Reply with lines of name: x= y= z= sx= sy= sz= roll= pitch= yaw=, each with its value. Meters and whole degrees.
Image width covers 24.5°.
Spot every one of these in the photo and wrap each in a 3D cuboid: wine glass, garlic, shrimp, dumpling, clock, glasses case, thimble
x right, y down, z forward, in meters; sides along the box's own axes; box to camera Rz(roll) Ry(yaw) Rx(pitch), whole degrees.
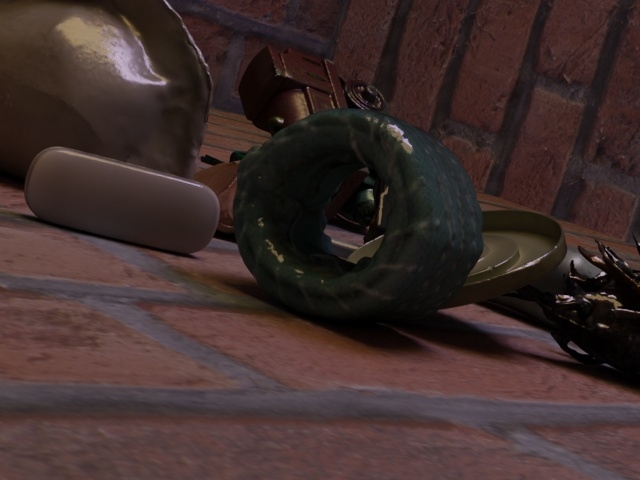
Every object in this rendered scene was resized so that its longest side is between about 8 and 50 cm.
wine glass: x=0.283 y=0.055 z=1.769 sx=0.231 sy=0.103 sz=0.103 roll=16 pitch=6 yaw=27
garlic: x=-0.082 y=-0.041 z=1.737 sx=0.124 sy=0.099 sz=0.174 roll=-2 pitch=-11 yaw=39
shrimp: x=0.337 y=0.091 z=1.566 sx=0.372 sy=0.137 sz=0.172 roll=24 pitch=-30 yaw=-4
dumpling: x=-0.295 y=-0.191 z=1.659 sx=0.341 sy=0.260 sz=0.181 roll=26 pitch=5 yaw=31
clock: x=0.138 y=0.018 z=1.526 sx=0.235 sy=0.029 sz=0.235 roll=-13 pitch=16 yaw=4
glasses case: x=-0.195 y=-0.039 z=1.459 sx=0.197 sy=0.076 sz=0.049 roll=13 pitch=6 yaw=-22
thimble: x=0.032 y=-0.026 z=1.384 sx=0.235 sy=0.198 sz=0.143 roll=28 pitch=10 yaw=31

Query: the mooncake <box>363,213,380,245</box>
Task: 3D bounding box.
mooncake: x=0.121 y=0.004 z=1.900 sx=0.130 sy=0.073 sz=0.125 roll=15 pitch=8 yaw=2

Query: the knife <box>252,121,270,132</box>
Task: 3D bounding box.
knife: x=-0.011 y=-0.130 z=2.435 sx=0.089 sy=0.043 sz=0.365 roll=33 pitch=-2 yaw=45

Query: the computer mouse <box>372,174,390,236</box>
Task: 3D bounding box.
computer mouse: x=0.120 y=-0.030 z=1.821 sx=0.105 sy=0.062 sz=0.192 roll=-6 pitch=40 yaw=1

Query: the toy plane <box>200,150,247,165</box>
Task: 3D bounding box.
toy plane: x=-0.089 y=-0.110 z=2.373 sx=0.096 sy=0.060 sz=0.235 roll=-1 pitch=14 yaw=-45

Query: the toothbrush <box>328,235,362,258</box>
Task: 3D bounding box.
toothbrush: x=-0.001 y=0.001 z=1.823 sx=0.342 sy=0.025 sz=0.030 roll=18 pitch=28 yaw=10

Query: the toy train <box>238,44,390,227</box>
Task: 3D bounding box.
toy train: x=0.005 y=-0.153 z=2.224 sx=0.221 sy=0.150 sz=0.304 roll=17 pitch=37 yaw=-31
